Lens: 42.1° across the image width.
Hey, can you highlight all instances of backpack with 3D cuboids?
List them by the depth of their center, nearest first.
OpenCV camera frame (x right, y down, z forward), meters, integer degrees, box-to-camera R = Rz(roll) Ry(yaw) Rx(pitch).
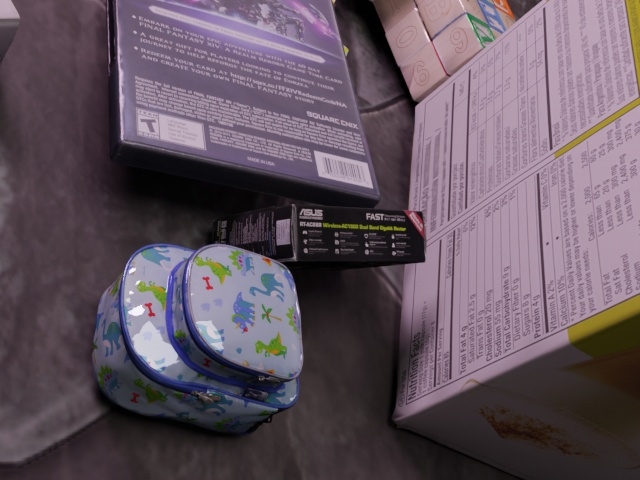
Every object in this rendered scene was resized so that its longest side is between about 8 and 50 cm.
[{"bbox_3d":[-0.070,0.052,0.493,0.114,0.084,0.105,16,49,-29],"label":"backpack"}]

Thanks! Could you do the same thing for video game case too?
[{"bbox_3d":[-0.065,-0.152,0.632,0.196,0.026,0.274,10,51,-29],"label":"video game case"}]

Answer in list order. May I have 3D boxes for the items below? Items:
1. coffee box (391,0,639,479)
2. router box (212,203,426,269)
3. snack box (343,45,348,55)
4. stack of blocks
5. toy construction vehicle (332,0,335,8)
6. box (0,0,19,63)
[{"bbox_3d":[0.293,0.003,0.648,0.338,0.334,0.338,28,49,-24],"label":"coffee box"},{"bbox_3d":[0.000,0.000,0.580,0.123,0.092,0.038,2,83,-40],"label":"router box"},{"bbox_3d":[-0.051,-0.169,0.705,0.141,0.037,0.100,34,45,-14],"label":"snack box"},{"bbox_3d":[0.103,-0.276,0.860,0.171,0.087,0.297,9,55,-47],"label":"stack of blocks"},{"bbox_3d":[-0.012,-0.274,0.818,0.086,0.035,0.098,30,45,-20],"label":"toy construction vehicle"},{"bbox_3d":[-0.352,-0.234,0.481,0.232,0.058,0.322,-18,72,-47],"label":"box"}]
